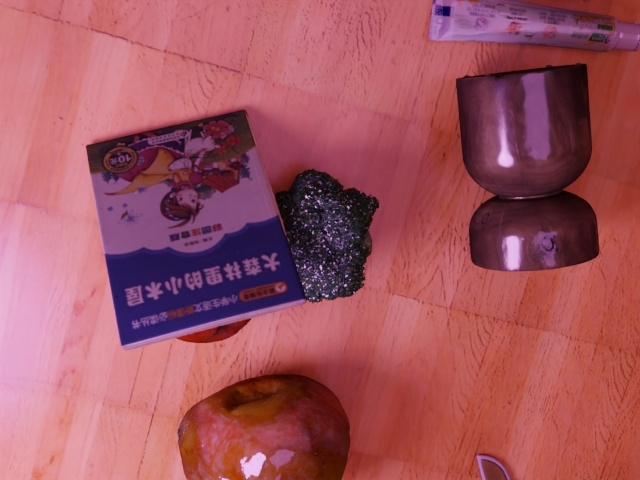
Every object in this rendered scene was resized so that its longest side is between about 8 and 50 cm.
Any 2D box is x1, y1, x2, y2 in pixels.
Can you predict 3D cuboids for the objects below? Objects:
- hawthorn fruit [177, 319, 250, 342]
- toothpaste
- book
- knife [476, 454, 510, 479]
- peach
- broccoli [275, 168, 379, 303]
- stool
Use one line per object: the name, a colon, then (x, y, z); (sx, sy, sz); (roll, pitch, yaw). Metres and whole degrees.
hawthorn fruit: (-0.155, 0.054, 1.180); (0.172, 0.173, 0.173); (-2, 99, -10)
toothpaste: (0.311, -0.307, 1.274); (0.314, 0.058, 0.056); (6, 142, -8)
book: (-0.166, -0.027, 1.131); (0.228, 0.323, 0.018); (-15, 146, -8)
knife: (0.306, 0.442, 1.407); (0.046, 0.022, 0.256); (-26, 103, -1)
peach: (-0.079, 0.287, 1.217); (0.235, 0.214, 0.214); (6, 98, -5)
broccoli: (0.000, 0.000, 1.210); (0.156, 0.195, 0.195); (21, 96, -51)
stool: (0.286, -0.105, 1.235); (0.179, 0.179, 0.264); (-9, 100, -9)
